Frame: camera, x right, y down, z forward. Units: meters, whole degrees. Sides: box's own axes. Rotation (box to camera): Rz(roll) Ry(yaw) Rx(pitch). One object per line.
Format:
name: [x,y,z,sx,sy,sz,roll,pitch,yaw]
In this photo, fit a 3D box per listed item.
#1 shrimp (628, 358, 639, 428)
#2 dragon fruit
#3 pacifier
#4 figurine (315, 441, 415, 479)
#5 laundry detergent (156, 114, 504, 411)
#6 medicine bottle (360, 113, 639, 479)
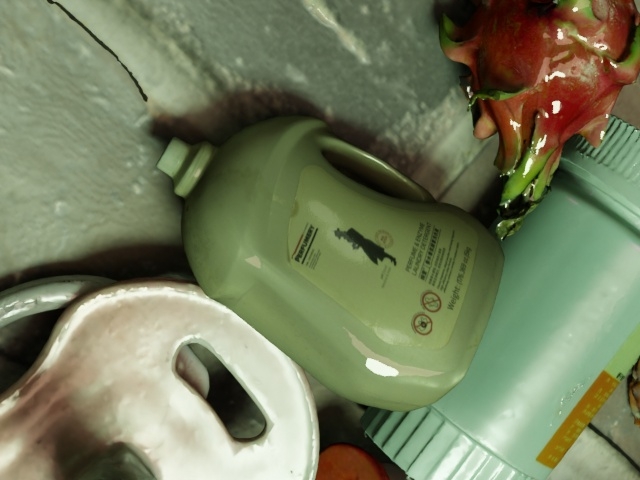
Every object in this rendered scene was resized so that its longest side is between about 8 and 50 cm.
shrimp: [0.396,0.098,1.155,0.248,0.068,0.150,-38,116,-1]
dragon fruit: [0.157,-0.118,0.898,0.137,0.135,0.236,26,88,-31]
pacifier: [-0.150,0.178,0.844,0.332,0.273,0.220,-39,138,-5]
figurine: [0.044,0.266,1.000,0.173,0.173,0.173,-9,114,-22]
laundry detergent: [0.000,0.000,0.867,0.253,0.091,0.181,32,57,-8]
medicine bottle: [0.178,0.064,0.979,0.158,0.158,0.318,36,93,-32]
